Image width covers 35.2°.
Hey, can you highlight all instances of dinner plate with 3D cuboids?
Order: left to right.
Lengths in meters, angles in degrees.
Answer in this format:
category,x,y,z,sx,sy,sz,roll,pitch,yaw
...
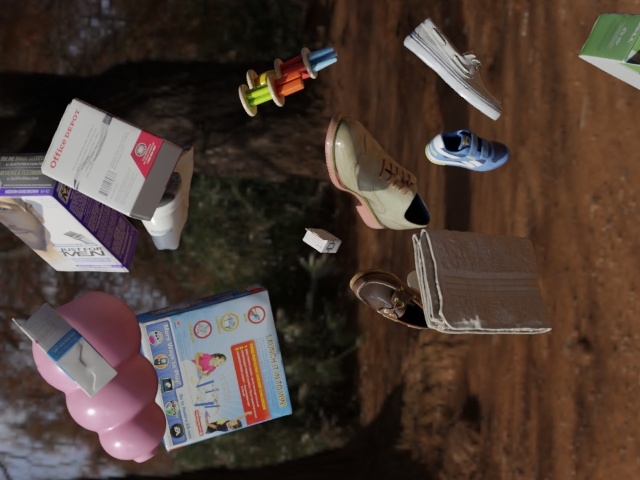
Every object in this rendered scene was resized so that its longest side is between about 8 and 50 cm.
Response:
category,x,y,z,sx,sy,sz,roll,pitch,yaw
dinner plate,0.256,0.108,2.218,0.017,0.141,0.141,-59,16,31

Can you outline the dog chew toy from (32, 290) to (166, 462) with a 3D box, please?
category,x,y,z,sx,sy,sz,roll,pitch,yaw
dog chew toy,-0.403,0.266,1.918,0.332,0.206,0.206,62,178,-1

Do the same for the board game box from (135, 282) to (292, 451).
category,x,y,z,sx,sy,sz,roll,pitch,yaw
board game box,-0.244,0.283,2.300,0.086,0.302,0.308,-156,54,-69

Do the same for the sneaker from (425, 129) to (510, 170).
category,x,y,z,sx,sy,sz,roll,pitch,yaw
sneaker,0.253,-0.153,1.696,0.059,0.144,0.053,110,160,-63

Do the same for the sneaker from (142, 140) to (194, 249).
category,x,y,z,sx,sy,sz,roll,pitch,yaw
sneaker,-0.280,-0.090,1.792,0.297,0.111,0.129,-88,-6,-60

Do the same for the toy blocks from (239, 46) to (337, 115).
category,x,y,z,sx,sy,sz,roll,pitch,yaw
toy blocks,-0.047,-0.260,1.604,0.123,0.148,0.054,-78,-35,-60

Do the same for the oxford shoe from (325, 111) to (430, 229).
category,x,y,z,sx,sy,sz,roll,pitch,yaw
oxford shoe,0.128,-0.143,2.115,0.397,0.146,0.140,46,-121,-56

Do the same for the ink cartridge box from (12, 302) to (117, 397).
category,x,y,z,sx,sy,sz,roll,pitch,yaw
ink cartridge box,-0.423,0.171,1.660,0.181,0.061,0.104,28,157,46

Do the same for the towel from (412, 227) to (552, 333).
category,x,y,z,sx,sy,sz,roll,pitch,yaw
towel,0.292,0.073,1.801,0.049,0.282,0.187,-31,62,52

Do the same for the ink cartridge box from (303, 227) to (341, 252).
category,x,y,z,sx,sy,sz,roll,pitch,yaw
ink cartridge box,0.000,0.000,1.961,0.028,0.048,0.083,-62,-24,11

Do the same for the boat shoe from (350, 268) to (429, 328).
category,x,y,z,sx,sy,sz,roll,pitch,yaw
boat shoe,0.144,0.114,1.912,0.073,0.207,0.073,-49,44,22

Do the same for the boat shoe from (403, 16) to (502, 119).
category,x,y,z,sx,sy,sz,roll,pitch,yaw
boat shoe,0.258,-0.318,1.852,0.076,0.226,0.083,-49,3,13

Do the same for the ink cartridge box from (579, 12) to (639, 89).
category,x,y,z,sx,sy,sz,roll,pitch,yaw
ink cartridge box,0.392,-0.212,1.173,0.062,0.109,0.209,-63,10,10

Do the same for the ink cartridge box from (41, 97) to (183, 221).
category,x,y,z,sx,sy,sz,roll,pitch,yaw
ink cartridge box,-0.274,-0.106,1.323,0.109,0.150,0.063,-65,-20,2

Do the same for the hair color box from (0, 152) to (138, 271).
category,x,y,z,sx,sy,sz,roll,pitch,yaw
hair color box,-0.534,-0.050,2.072,0.339,0.185,0.110,59,-145,-56
